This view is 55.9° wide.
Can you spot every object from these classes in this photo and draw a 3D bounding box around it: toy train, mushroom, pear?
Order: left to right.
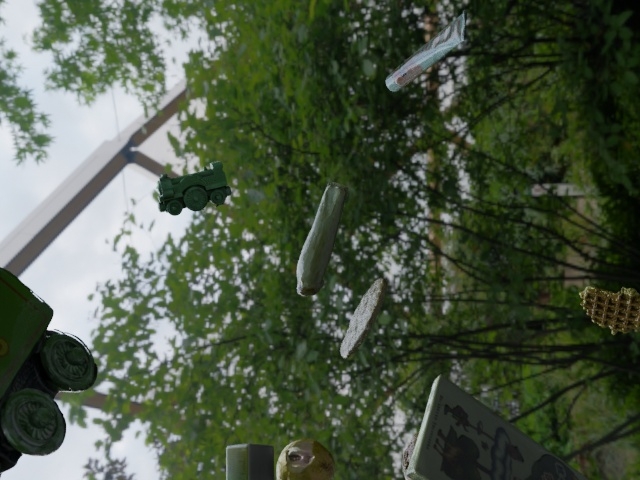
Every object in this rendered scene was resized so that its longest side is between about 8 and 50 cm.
[{"bbox_3d":[-0.493,0.208,0.896,0.249,0.173,0.307,51,-161,-24],"label":"toy train"},{"bbox_3d":[-0.304,-0.120,1.437,0.071,0.178,0.105,-150,47,-70],"label":"toy train"},{"bbox_3d":[-0.048,0.677,1.788,0.178,0.178,0.178,-1,-90,-73],"label":"pear"},{"bbox_3d":[0.000,0.000,1.569,0.100,0.081,0.312,-68,-6,-74],"label":"mushroom"}]

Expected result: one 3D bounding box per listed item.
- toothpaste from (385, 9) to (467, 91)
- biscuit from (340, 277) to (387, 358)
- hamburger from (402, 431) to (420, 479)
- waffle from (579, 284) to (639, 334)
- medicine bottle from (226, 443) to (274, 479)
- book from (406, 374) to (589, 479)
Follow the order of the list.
[{"bbox_3d":[0.182,-0.316,1.039,0.205,0.036,0.056,-27,54,59],"label":"toothpaste"},{"bbox_3d":[0.056,0.101,0.786,0.120,0.015,0.120,-62,3,5],"label":"biscuit"},{"bbox_3d":[0.346,0.594,1.558,0.243,0.286,0.146,-16,-66,-36],"label":"hamburger"},{"bbox_3d":[0.372,0.086,0.753,0.078,0.085,0.016,53,-124,-14],"label":"waffle"},{"bbox_3d":[-0.188,0.651,1.629,0.132,0.088,0.188,34,-133,-55],"label":"medicine bottle"},{"bbox_3d":[0.346,0.442,1.129,0.043,0.371,0.260,-55,-1,36],"label":"book"}]
